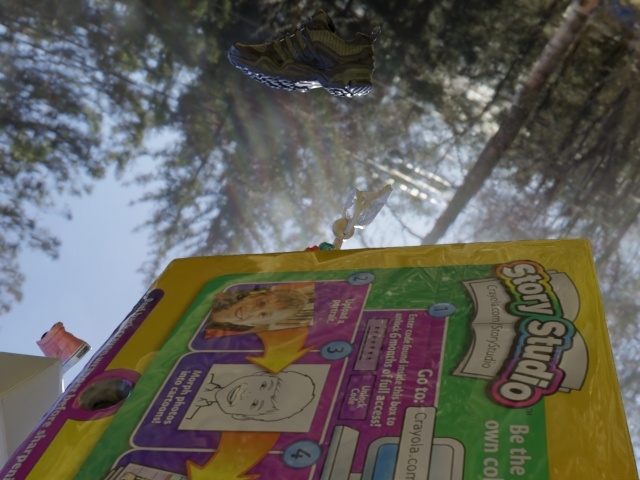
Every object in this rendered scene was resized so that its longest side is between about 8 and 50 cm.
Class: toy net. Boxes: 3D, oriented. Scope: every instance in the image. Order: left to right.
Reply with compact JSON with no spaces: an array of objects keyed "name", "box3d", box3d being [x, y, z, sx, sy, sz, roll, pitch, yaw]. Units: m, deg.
[{"name":"toy net","box3d":[0.000,0.000,0.939,0.045,0.232,0.122,37,164,17]}]

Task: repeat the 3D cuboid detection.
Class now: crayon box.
[{"name":"crayon box","box3d":[0.005,0.128,0.428,0.313,0.106,0.363,-2,-154,15]}]

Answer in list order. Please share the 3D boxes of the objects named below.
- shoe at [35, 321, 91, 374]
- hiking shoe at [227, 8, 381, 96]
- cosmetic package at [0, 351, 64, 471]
[{"name":"shoe","box3d":[-0.495,0.206,1.464,0.081,0.178,0.063,45,-127,-8]},{"name":"hiking shoe","box3d":[-0.023,-0.282,1.148,0.227,0.114,0.086,11,179,11]},{"name":"cosmetic package","box3d":[-0.467,0.270,1.028,0.225,0.224,0.138,5,-166,15]}]
